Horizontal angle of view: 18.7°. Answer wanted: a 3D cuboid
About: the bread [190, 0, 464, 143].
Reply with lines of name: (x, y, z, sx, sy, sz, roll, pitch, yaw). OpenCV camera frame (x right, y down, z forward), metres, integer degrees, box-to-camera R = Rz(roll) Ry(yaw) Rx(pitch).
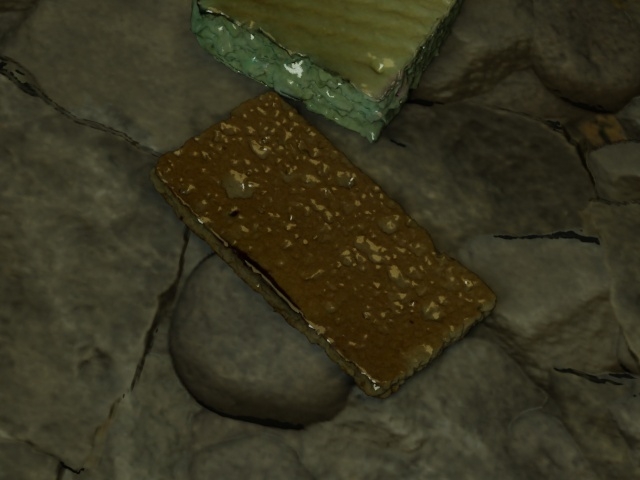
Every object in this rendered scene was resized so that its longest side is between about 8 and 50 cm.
bread: (0.023, -0.150, 1.409, 0.232, 0.064, 0.172, -12, 60, -21)

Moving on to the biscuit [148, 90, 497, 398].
biscuit: (0.000, 0.000, 1.320, 0.131, 0.025, 0.231, -34, 70, -33)
